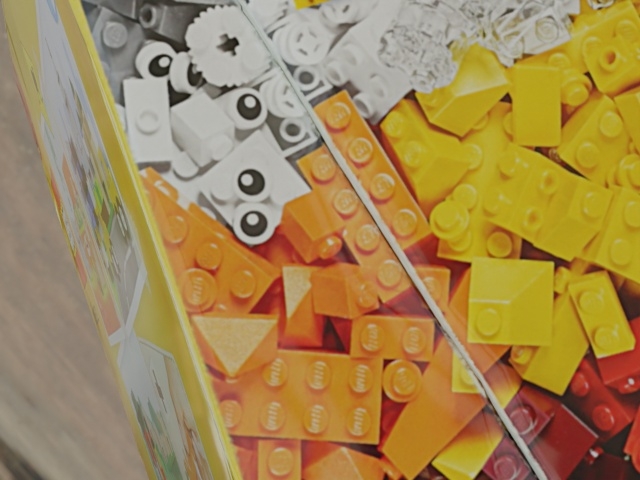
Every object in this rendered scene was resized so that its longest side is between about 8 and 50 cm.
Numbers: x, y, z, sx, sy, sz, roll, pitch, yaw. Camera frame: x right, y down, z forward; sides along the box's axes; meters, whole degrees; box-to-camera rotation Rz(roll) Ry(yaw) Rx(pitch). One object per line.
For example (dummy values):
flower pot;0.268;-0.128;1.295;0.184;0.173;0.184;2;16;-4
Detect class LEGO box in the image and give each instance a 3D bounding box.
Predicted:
LEGO box;0.000;0.000;0.571;0.500;0.193;0.373;145;106;-77
